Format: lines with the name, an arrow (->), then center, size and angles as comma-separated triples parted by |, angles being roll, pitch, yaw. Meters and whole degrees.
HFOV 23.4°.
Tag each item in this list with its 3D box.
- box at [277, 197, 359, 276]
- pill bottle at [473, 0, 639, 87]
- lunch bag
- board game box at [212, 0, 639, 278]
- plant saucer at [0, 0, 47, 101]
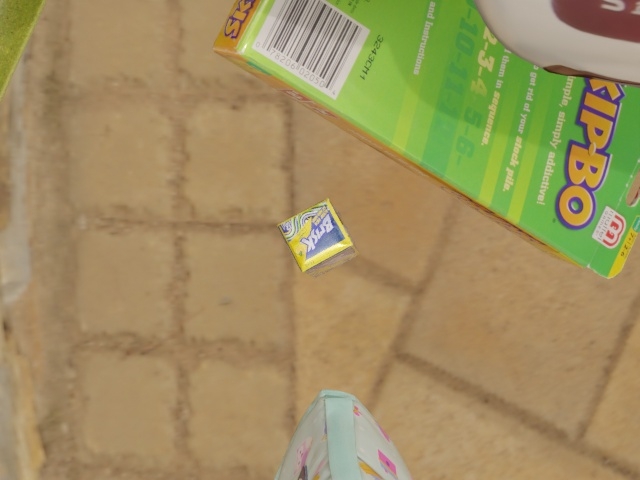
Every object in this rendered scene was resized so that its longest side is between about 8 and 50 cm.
box -> 0.000, 0.000, 1.545 | 0.059, 0.169, 0.054 | -28, 85, 2
pill bottle -> 0.176, -0.150, 0.500 | 0.392, 0.224, 0.224 | 13, 97, 15
lunch bag -> 0.032, 0.281, 1.311 | 0.160, 0.223, 0.262 | -12, 109, 3
board game box -> 0.080, -0.085, 0.750 | 0.039, 0.259, 0.124 | 19, 82, 59
plant saucer -> -0.336, -0.238, 1.462 | 0.045, 0.188, 0.188 | 5, 56, 18
